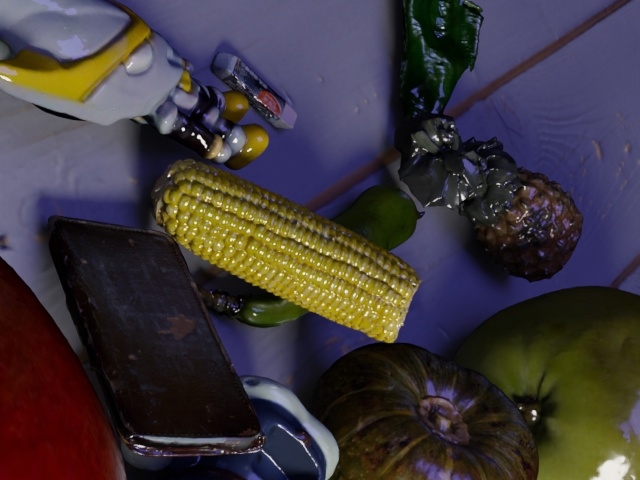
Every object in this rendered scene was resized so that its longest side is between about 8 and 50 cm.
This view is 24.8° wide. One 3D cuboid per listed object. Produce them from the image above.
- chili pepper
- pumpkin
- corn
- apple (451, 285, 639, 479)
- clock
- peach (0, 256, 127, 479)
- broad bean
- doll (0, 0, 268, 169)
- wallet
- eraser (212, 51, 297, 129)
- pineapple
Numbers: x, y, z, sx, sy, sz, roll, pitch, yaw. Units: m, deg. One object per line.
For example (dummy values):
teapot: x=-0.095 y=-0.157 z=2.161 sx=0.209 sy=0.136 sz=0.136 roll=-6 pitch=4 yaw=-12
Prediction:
chili pepper: x=0.115 y=-0.212 z=1.563 sx=0.108 sy=0.062 sz=0.216 roll=30 pitch=53 yaw=-28
pumpkin: x=0.085 y=0.202 z=1.272 sx=0.219 sy=0.162 sz=0.219 roll=24 pitch=34 yaw=-18
corn: x=-0.028 y=0.008 z=1.238 sx=0.248 sy=0.081 sz=0.081 roll=27 pitch=52 yaw=-13
apple: x=0.282 y=0.184 z=1.430 sx=0.258 sy=0.233 sz=0.295 roll=24 pitch=54 yaw=-52
clock: x=-0.084 y=0.217 z=1.092 sx=0.199 sy=0.146 sz=0.243 roll=54 pitch=34 yaw=-21
peach: x=-0.282 y=0.124 z=0.769 sx=0.406 sy=0.335 sz=0.310 roll=43 pitch=25 yaw=-21
broad bean: x=0.004 y=0.011 z=1.343 sx=0.318 sy=0.056 sz=0.098 roll=-18 pitch=87 yaw=-48
doll: x=-0.171 y=-0.135 z=1.185 sx=0.316 sy=0.103 sz=0.145 roll=24 pitch=52 yaw=-46
wallet: x=-0.131 y=0.072 z=1.105 sx=0.122 sy=0.031 sz=0.232 roll=7 pitch=39 yaw=-34
eraser: x=-0.061 y=-0.141 z=1.368 sx=0.099 sy=0.019 sz=0.027 roll=42 pitch=46 yaw=-28
pineapple: x=0.170 y=-0.052 z=1.511 sx=0.237 sy=0.119 sz=0.111 roll=34 pitch=90 yaw=-29
